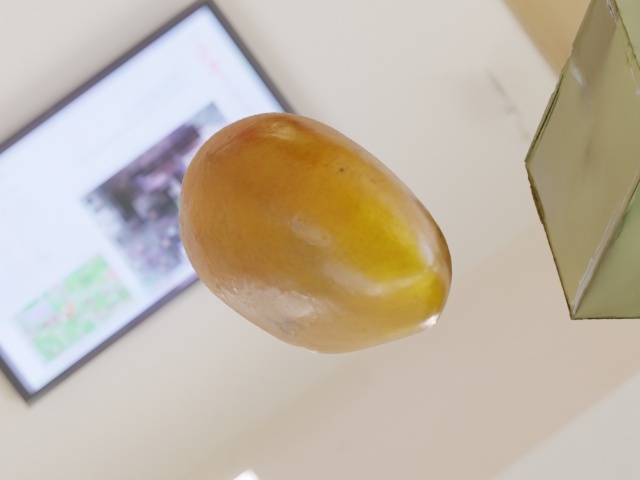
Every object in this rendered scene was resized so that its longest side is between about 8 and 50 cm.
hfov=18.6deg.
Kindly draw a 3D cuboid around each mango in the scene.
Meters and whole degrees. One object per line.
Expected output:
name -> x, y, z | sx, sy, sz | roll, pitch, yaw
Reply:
mango -> -0.005, 0.002, 1.059 | 0.102, 0.141, 0.217 | -21, -159, -28

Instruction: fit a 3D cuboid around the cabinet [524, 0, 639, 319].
cabinet -> 0.249, -0.063, 1.333 | 0.150, 0.145, 0.206 | -2, 143, -15
